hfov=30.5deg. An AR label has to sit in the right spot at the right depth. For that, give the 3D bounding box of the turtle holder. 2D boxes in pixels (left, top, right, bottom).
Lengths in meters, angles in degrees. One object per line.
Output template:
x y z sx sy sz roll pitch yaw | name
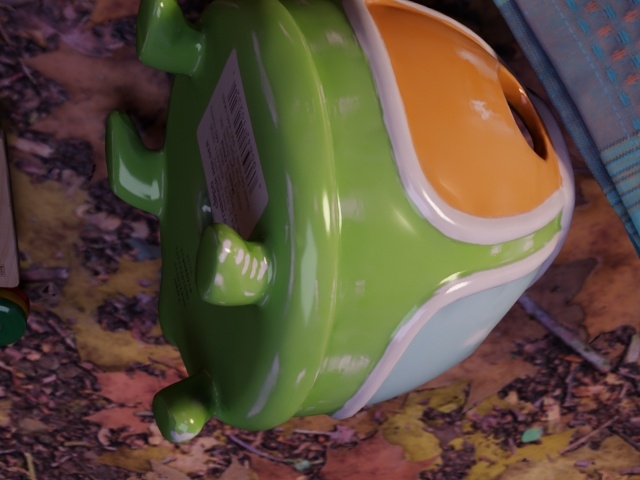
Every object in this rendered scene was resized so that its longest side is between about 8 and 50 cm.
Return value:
0.007 0.006 0.690 0.227 0.243 0.320 -5 127 -21 | turtle holder

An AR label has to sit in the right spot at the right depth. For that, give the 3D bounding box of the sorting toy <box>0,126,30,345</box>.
-0.265 -0.040 0.763 0.132 0.046 0.274 3 134 -5 | sorting toy

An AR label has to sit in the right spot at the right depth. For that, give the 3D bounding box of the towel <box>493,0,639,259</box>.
0.275 -0.147 0.570 0.370 0.271 0.040 -32 170 25 | towel
